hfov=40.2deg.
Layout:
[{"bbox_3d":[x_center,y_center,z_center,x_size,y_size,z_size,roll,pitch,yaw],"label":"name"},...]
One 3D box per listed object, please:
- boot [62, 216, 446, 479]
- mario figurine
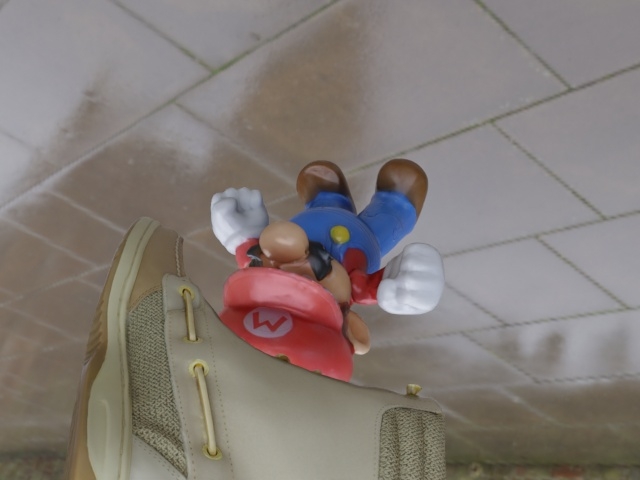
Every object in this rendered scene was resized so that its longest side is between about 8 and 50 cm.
[{"bbox_3d":[-0.038,0.087,0.521,0.203,0.262,0.095,12,117,-14],"label":"boot"},{"bbox_3d":[0.000,0.000,0.736,0.170,0.320,0.198,46,121,-10],"label":"mario figurine"}]
